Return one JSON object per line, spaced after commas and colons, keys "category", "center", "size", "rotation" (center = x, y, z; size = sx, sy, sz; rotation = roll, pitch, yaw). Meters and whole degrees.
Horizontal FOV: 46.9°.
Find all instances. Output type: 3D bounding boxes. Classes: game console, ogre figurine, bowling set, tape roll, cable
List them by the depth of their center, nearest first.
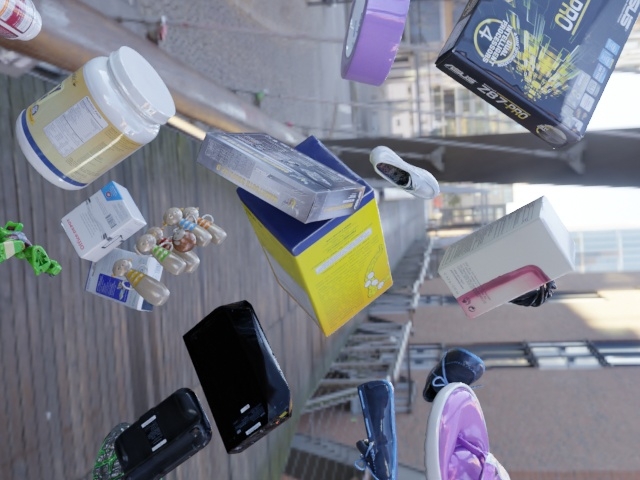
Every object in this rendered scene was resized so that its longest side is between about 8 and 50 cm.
{"category": "game console", "center": [-0.211, 0.271, 1.197], "size": [0.044, 0.361, 0.213], "rotation": [19, 38, -54]}
{"category": "ogre figurine", "center": [-0.655, 0.012, 1.573], "size": [0.197, 0.118, 0.097], "rotation": [12, 97, -50]}
{"category": "tape roll", "center": [0.120, -0.488, 1.641], "size": [0.275, 0.090, 0.275], "rotation": [-169, -90, -81]}
{"category": "bowling set", "center": [-0.350, -0.009, 1.734], "size": [0.287, 0.154, 0.200], "rotation": [-49, 172, -32]}
{"category": "cable", "center": [0.516, 0.100, 1.861], "size": [0.047, 0.150, 0.184], "rotation": [-39, 160, -36]}

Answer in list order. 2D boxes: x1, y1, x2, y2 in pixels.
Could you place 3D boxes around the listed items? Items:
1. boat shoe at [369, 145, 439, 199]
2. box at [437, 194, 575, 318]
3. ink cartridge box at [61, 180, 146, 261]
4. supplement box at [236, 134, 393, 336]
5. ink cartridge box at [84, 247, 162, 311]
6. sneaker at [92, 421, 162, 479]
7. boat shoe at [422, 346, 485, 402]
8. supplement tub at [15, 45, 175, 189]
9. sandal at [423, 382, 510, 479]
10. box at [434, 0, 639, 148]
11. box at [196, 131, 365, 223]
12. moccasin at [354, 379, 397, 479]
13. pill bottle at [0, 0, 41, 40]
{"category": "boat shoe", "center": [0.183, -0.133, 1.570], "size": [0.184, 0.066, 0.063], "rotation": [37, 31, -27]}
{"category": "box", "center": [0.371, 0.033, 1.465], "size": [0.127, 0.232, 0.148], "rotation": [56, 28, -7]}
{"category": "ink cartridge box", "center": [-0.651, -0.055, 2.210], "size": [0.148, 0.203, 0.086], "rotation": [57, 7, 19]}
{"category": "supplement box", "center": [0.000, 0.000, 1.495], "size": [0.194, 0.195, 0.357], "rotation": [45, -15, 32]}
{"category": "ink cartridge box", "center": [-0.622, 0.113, 2.322], "size": [0.065, 0.332, 0.165], "rotation": [15, 88, -46]}
{"category": "sneaker", "center": [-0.397, 0.527, 1.535], "size": [0.146, 0.134, 0.344], "rotation": [-131, -143, -65]}
{"category": "boat shoe", "center": [0.290, 0.311, 1.614], "size": [0.089, 0.109, 0.258], "rotation": [-52, 166, -22]}
{"category": "supplement tub", "center": [-0.525, -0.287, 1.735], "size": [0.228, 0.316, 0.228], "rotation": [53, 14, -20]}
{"category": "sandal", "center": [0.250, 0.412, 1.121], "size": [0.169, 0.102, 0.416], "rotation": [-23, 108, -52]}
{"category": "box", "center": [0.452, -0.433, 1.485], "size": [0.395, 0.318, 0.097], "rotation": [-61, -167, -14]}
{"category": "box", "center": [-0.063, -0.111, 1.242], "size": [0.183, 0.231, 0.056], "rotation": [-16, 132, -61]}
{"category": "moccasin", "center": [0.154, 0.562, 2.043], "size": [0.138, 0.116, 0.342], "rotation": [67, 21, -70]}
{"category": "pill bottle", "center": [-0.552, -0.402, 1.283], "size": [0.152, 0.086, 0.086], "rotation": [22, 65, -84]}
